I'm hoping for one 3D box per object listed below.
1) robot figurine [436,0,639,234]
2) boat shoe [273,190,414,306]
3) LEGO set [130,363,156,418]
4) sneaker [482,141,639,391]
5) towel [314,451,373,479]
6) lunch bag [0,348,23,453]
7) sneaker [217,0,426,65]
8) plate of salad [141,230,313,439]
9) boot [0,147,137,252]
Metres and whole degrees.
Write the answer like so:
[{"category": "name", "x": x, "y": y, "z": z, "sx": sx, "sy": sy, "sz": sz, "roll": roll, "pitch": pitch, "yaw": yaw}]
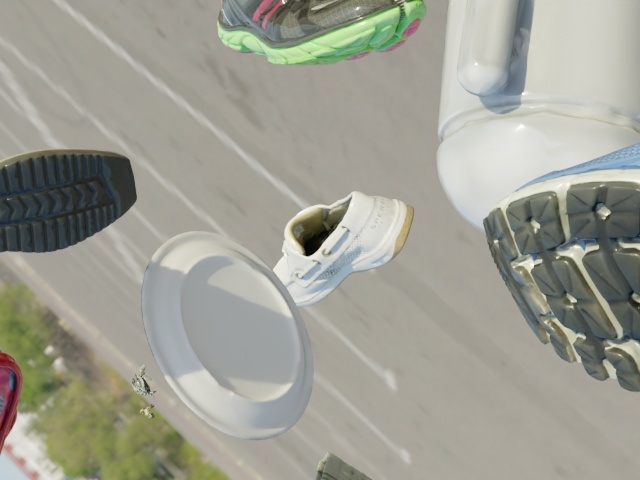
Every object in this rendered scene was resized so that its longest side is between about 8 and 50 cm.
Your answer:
[{"category": "robot figurine", "x": 0.211, "y": -0.142, "z": 1.077, "sx": 0.200, "sy": 0.353, "sz": 0.300, "roll": -7, "pitch": 159, "yaw": 37}, {"category": "boat shoe", "x": 0.000, "y": 0.000, "z": 1.409, "sx": 0.096, "sy": 0.098, "sz": 0.277, "roll": 28, "pitch": 148, "yaw": -20}, {"category": "LEGO set", "x": -0.261, "y": 0.222, "z": 1.719, "sx": 0.054, "sy": 0.023, "sz": 0.083, "roll": -4, "pitch": 101, "yaw": 51}, {"category": "sneaker", "x": 0.234, "y": -0.019, "z": 0.563, "sx": 0.330, "sy": 0.147, "sz": 0.129, "roll": -11, "pitch": 114, "yaw": 37}, {"category": "towel", "x": 0.096, "y": 0.407, "z": 1.274, "sx": 0.324, "sy": 0.056, "sz": 0.312, "roll": 36, "pitch": -153, "yaw": -8}, {"category": "lunch bag", "x": -0.365, "y": 0.185, "z": 0.965, "sx": 0.120, "sy": 0.258, "sz": 0.293, "roll": 42, "pitch": 125, "yaw": 27}, {"category": "sneaker", "x": -0.028, "y": -0.380, "z": 1.807, "sx": 0.483, "sy": 0.185, "sz": 0.202, "roll": 20, "pitch": 120, "yaw": 52}, {"category": "plate of salad", "x": -0.085, "y": 0.086, "z": 1.053, "sx": 0.048, "sy": 0.200, "sz": 0.200, "roll": -31, "pitch": 108, "yaw": 35}, {"category": "boot", "x": -0.246, "y": -0.044, "z": 0.857, "sx": 0.137, "sy": 0.198, "sz": 0.076, "roll": -135, "pitch": 36, "yaw": -54}]
